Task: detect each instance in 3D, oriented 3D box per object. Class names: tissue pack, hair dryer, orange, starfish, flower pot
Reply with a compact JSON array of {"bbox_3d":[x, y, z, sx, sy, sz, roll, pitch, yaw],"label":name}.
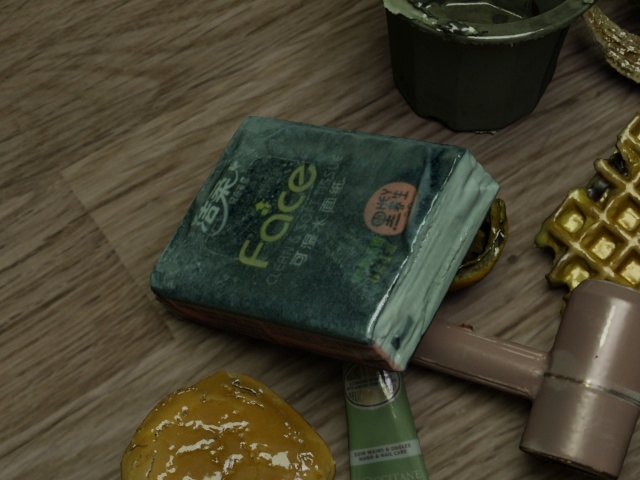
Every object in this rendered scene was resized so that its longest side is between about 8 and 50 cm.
[{"bbox_3d":[0.000,0.000,1.753,0.316,0.103,0.228,11,63,42],"label":"tissue pack"},{"bbox_3d":[0.168,0.105,1.770,0.344,0.107,0.189,16,83,21],"label":"hair dryer"},{"bbox_3d":[0.122,-0.010,1.833,0.160,0.112,0.170,3,39,16],"label":"orange"},{"bbox_3d":[0.449,-0.211,1.959,0.302,0.060,0.299,-5,66,-9],"label":"starfish"},{"bbox_3d":[0.173,-0.268,1.885,0.290,0.259,0.290,-1,61,2],"label":"flower pot"}]

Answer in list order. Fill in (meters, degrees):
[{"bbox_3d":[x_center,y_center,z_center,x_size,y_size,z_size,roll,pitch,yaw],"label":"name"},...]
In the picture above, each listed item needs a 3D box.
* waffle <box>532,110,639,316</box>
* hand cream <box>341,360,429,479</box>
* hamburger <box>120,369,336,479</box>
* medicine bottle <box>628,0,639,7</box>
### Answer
[{"bbox_3d":[0.363,-0.029,1.828,0.283,0.065,0.309,-5,74,7],"label":"waffle"},{"bbox_3d":[0.059,0.172,1.745,0.086,0.055,0.235,-11,78,15],"label":"hand cream"},{"bbox_3d":[-0.094,0.241,1.711,0.214,0.108,0.213,1,58,-2],"label":"hamburger"},{"bbox_3d":[0.446,-0.304,1.903,0.239,0.124,0.124,3,62,-3],"label":"medicine bottle"}]
